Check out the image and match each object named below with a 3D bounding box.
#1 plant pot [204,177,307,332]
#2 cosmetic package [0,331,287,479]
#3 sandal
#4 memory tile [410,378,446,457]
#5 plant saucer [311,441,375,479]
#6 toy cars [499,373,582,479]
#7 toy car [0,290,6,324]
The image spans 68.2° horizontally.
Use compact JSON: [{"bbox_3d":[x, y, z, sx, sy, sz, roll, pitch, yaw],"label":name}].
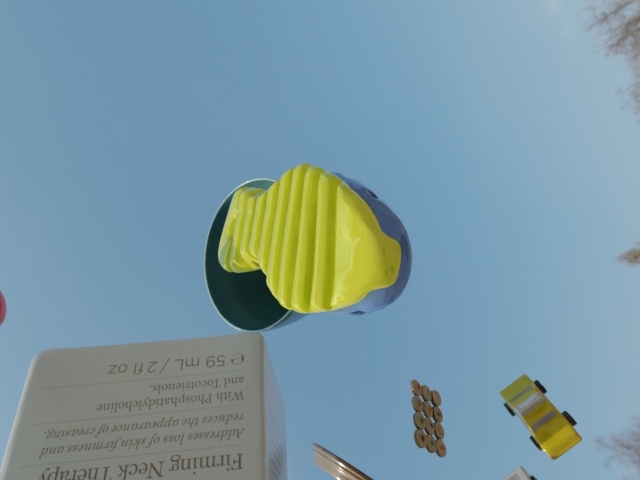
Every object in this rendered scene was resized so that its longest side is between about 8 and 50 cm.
[{"bbox_3d":[-0.068,0.036,0.959,0.195,0.290,0.290,10,-106,-50],"label":"plant pot"},{"bbox_3d":[-0.216,0.387,0.670,0.329,0.327,0.394,-5,-127,-2],"label":"cosmetic package"},{"bbox_3d":[0.000,0.000,0.475,0.138,0.317,0.126,13,-88,-25],"label":"sandal"},{"bbox_3d":[0.234,0.383,1.023,0.113,0.012,0.148,37,-142,-31],"label":"memory tile"},{"bbox_3d":[0.092,0.526,1.013,0.278,0.278,0.041,44,-113,-23],"label":"plant saucer"},{"bbox_3d":[0.445,0.459,0.994,0.087,0.176,0.394,45,-131,-34],"label":"toy cars"},{"bbox_3d":[-0.379,0.129,0.494,0.053,0.239,0.225,-6,-104,-18],"label":"toy car"}]
